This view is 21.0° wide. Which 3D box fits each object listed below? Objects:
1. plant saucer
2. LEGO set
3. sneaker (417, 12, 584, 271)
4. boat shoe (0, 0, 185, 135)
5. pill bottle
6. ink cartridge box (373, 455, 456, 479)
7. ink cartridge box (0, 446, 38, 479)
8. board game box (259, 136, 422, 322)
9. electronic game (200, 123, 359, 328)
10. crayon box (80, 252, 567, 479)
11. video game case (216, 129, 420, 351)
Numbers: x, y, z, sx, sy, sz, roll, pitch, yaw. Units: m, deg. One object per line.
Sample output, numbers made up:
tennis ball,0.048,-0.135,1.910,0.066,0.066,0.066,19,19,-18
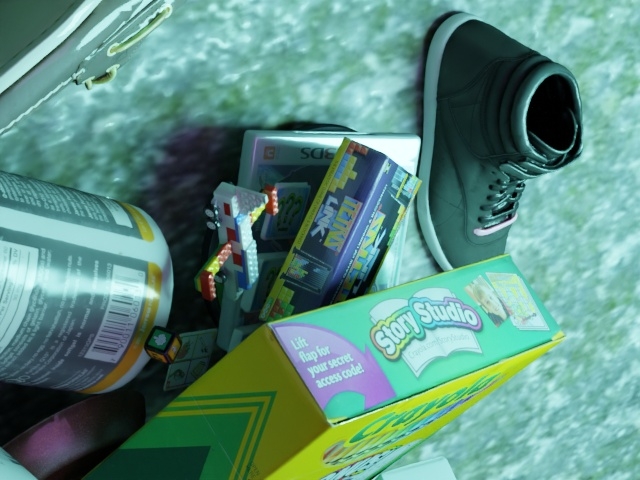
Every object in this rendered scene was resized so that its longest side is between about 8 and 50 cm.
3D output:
plant saucer,-0.224,0.199,1.452,0.199,0.036,0.198,-33,161,-13
LEGO set,-0.061,0.042,1.417,0.244,0.060,0.182,-2,109,-68
sneaker,0.178,-0.063,1.669,0.105,0.147,0.295,-25,126,-32
boat shoe,-0.176,-0.177,1.335,0.324,0.117,0.096,-50,131,-18
pill bottle,-0.263,0.024,1.322,0.278,0.162,0.162,15,100,-43
ink cartridge box,0.071,0.329,1.699,0.087,0.153,0.208,-10,153,-36
ink cartridge box,-0.328,0.177,1.260,0.198,0.273,0.114,26,92,-44
board game box,0.020,0.005,1.492,0.170,0.048,0.141,-65,165,1
electronic game,-0.015,0.002,1.603,0.229,0.048,0.229,-18,121,-33
crayon box,-0.007,0.157,1.474,0.313,0.106,0.363,-40,165,34
video game case,0.000,0.000,1.565,0.183,0.023,0.201,-1,107,-34
